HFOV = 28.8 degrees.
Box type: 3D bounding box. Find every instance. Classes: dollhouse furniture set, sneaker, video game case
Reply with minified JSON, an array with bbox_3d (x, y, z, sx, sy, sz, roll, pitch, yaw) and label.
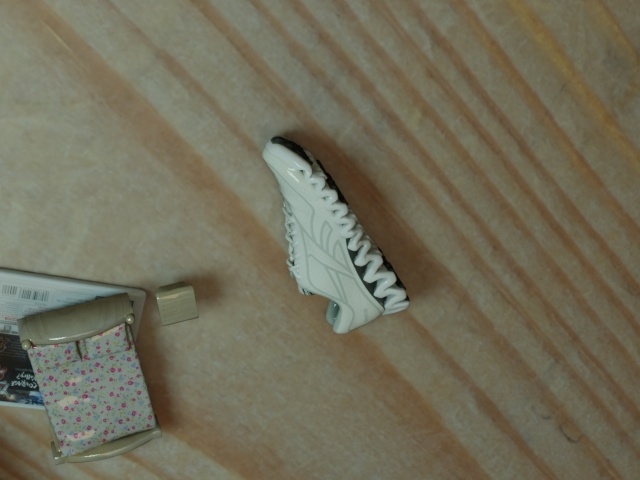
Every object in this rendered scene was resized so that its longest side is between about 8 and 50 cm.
[{"bbox_3d":[-0.287,0.253,1.499,0.355,0.174,0.303,-15,118,-10],"label":"dollhouse furniture set"},{"bbox_3d":[0.000,0.000,1.574,0.118,0.110,0.292,-32,115,4],"label":"sneaker"},{"bbox_3d":[-0.327,0.129,1.550,0.190,0.022,0.173,10,104,-22],"label":"video game case"}]
